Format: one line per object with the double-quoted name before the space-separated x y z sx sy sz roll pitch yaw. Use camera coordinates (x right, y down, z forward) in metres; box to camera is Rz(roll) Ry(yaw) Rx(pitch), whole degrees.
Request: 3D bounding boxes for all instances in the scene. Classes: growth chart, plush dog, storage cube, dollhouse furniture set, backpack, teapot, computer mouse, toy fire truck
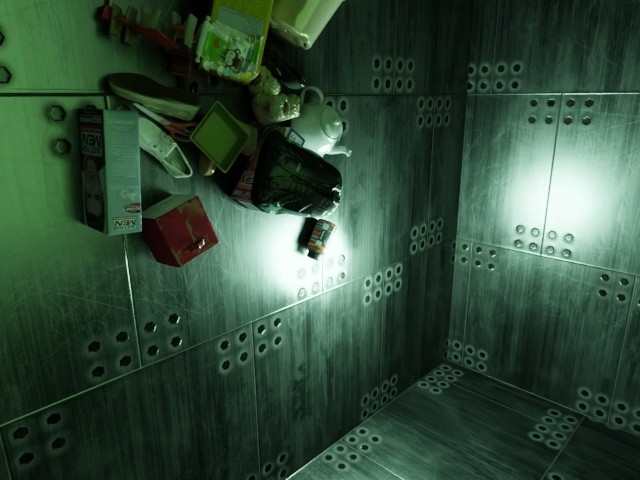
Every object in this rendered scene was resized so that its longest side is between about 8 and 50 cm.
"growth chart" -0.292 -0.613 1.541 0.237 0.021 0.171 2 97 -44
"plush dog" -0.218 -0.583 1.912 0.262 0.211 0.225 -47 123 -67
"storage cube" -0.514 -0.039 1.700 0.184 0.215 0.193 -37 119 -34
"dollhouse furniture set" -0.495 -0.631 1.530 0.259 0.262 0.135 -16 118 -79
"backpack" -0.081 -0.225 1.841 0.356 0.273 0.290 13 89 -23
"teapot" 0.006 -0.507 2.096 0.256 0.187 0.252 16 70 -42
"computer mouse" -0.121 -0.665 1.943 0.060 0.262 0.184 -48 145 19
"toy fire truck" -0.665 -0.782 1.438 0.135 0.047 0.192 27 81 -48

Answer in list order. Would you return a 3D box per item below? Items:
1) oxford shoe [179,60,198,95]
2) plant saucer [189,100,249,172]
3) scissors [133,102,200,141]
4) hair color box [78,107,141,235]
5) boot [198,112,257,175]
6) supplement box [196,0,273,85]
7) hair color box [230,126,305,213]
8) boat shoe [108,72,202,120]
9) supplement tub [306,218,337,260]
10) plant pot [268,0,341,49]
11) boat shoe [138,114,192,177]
"oxford shoe" -0.462 -0.589 1.693 0.076 0.076 0.212 -16 111 -42
"plant saucer" -0.372 -0.373 1.736 0.188 0.045 0.188 47 61 -37
"scissors" -0.535 -0.397 1.635 0.297 0.109 0.021 4 62 -56
"hair color box" -0.662 -0.219 1.501 0.114 0.185 0.374 -11 109 -46
"boot" -0.355 -0.355 1.865 0.203 0.095 0.261 20 83 -49
"supplement box" -0.297 -0.763 1.678 0.194 0.195 0.356 11 91 -22
"hair color box" -0.217 -0.295 1.966 0.105 0.174 0.347 36 75 -44
"boat shoe" -0.555 -0.470 1.597 0.302 0.109 0.098 5 142 -39
"supplement tub" 0.000 0.000 2.336 0.106 0.106 0.197 31 77 -47
"plant pot" -0.067 -0.941 1.866 0.334 0.334 0.305 23 95 -48
"boat shoe" -0.544 -0.326 1.663 0.098 0.096 0.277 -57 135 -18
